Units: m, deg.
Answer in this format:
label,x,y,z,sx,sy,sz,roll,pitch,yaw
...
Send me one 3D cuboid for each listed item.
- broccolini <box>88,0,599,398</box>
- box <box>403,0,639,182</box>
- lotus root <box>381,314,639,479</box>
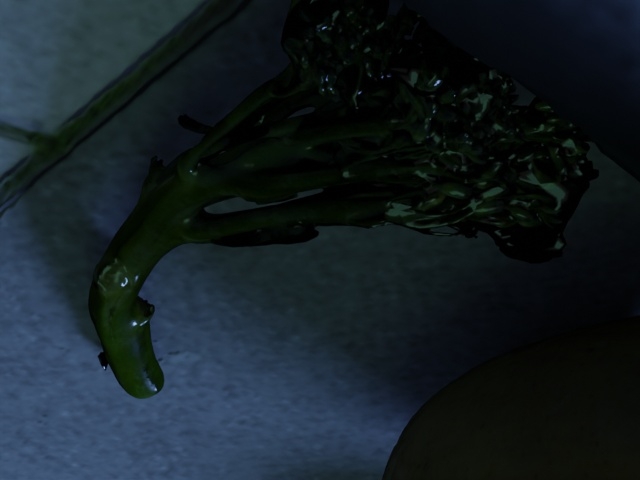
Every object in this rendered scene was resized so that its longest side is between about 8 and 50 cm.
label,x,y,z,sx,sy,sz,roll,pitch,yaw
broccolini,-0.005,0.003,0.480,0.123,0.062,0.271,30,144,-11
box,0.227,-0.113,0.321,0.350,0.091,0.359,26,134,-31
lotus root,0.139,0.113,0.493,0.182,0.183,0.310,24,154,-28
